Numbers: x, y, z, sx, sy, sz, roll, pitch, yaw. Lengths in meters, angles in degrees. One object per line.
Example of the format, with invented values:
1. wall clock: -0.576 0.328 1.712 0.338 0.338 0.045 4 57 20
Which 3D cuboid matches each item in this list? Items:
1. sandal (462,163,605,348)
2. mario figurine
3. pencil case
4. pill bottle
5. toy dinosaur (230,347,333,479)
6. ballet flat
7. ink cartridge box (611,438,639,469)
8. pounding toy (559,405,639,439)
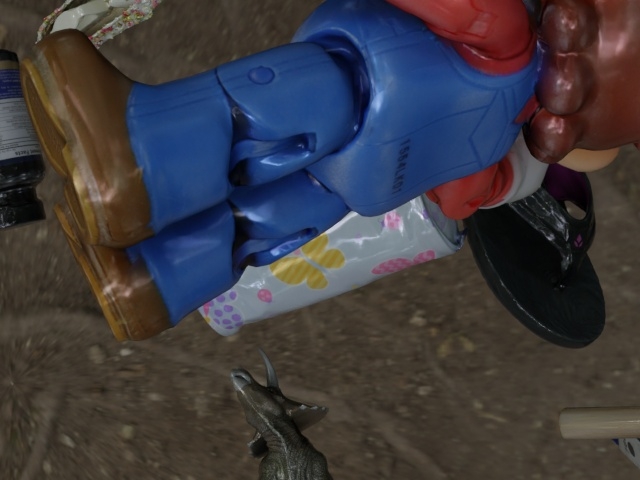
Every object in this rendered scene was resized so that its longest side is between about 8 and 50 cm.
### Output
1. sandal: 0.248 -0.083 1.550 0.167 0.107 0.446 -1 63 -30
2. mario figurine: 0.036 -0.081 0.536 0.320 0.198 0.170 -20 92 -16
3. pencil case: 0.000 0.000 1.233 0.273 0.124 0.114 -22 103 17
4. pill bottle: -0.416 -0.121 1.589 0.122 0.123 0.219 -14 92 -15
5. toy dinosaur: -0.026 0.277 1.241 0.121 0.160 0.314 -3 105 5
6. ballet flat: -0.280 -0.307 1.646 0.241 0.077 0.091 -36 85 28
7. ink cartridge box: 0.496 0.262 1.631 0.165 0.333 0.065 -20 103 -5
8. pounding toy: 0.206 0.186 0.587 0.110 0.183 0.237 42 44 -37
